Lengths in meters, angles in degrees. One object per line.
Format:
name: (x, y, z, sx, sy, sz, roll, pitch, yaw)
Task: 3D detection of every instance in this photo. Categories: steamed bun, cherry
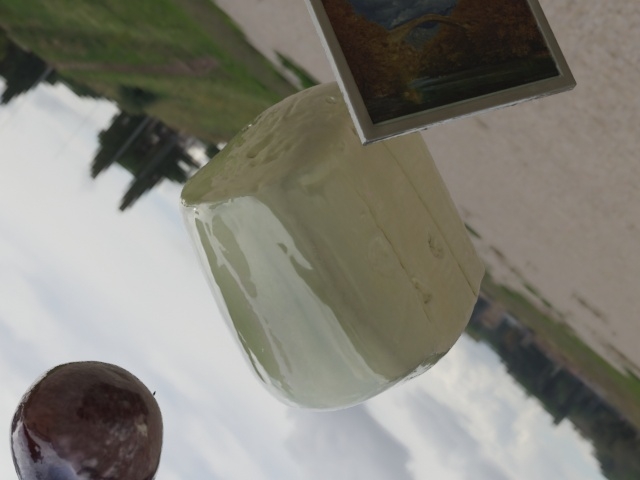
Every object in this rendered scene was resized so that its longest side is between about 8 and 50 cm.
steamed bun: (0.000, 0.000, 1.631, 0.371, 0.290, 0.456, 63, -153, -9)
cherry: (-0.298, 0.258, 1.589, 0.266, 0.183, 0.213, 29, -130, -61)

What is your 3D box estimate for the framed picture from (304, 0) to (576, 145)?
framed picture: (0.121, -0.207, 1.258, 0.184, 0.250, 0.016, 69, 158, 13)
